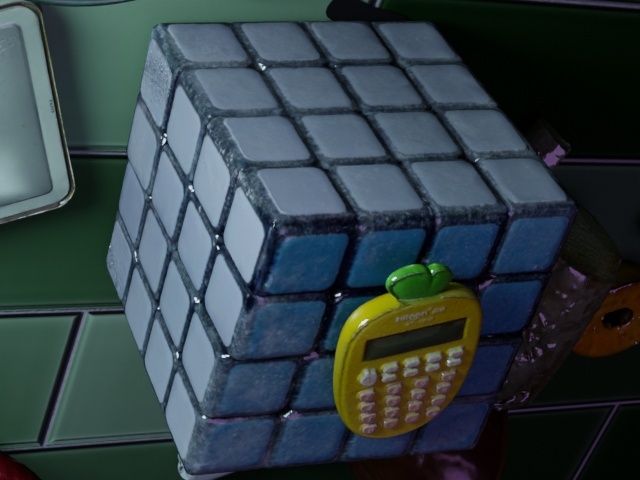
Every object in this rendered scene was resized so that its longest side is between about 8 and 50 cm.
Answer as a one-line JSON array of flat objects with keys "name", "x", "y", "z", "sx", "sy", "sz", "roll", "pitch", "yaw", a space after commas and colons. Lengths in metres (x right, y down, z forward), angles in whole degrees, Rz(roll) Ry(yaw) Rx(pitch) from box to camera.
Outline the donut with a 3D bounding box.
[{"name": "donut", "x": 0.390, "y": 0.091, "z": 2.221, "sx": 0.152, "sy": 0.058, "sz": 0.152, "roll": -15, "pitch": 136, "yaw": -16}]

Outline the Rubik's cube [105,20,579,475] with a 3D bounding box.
[{"name": "Rubik's cube", "x": 0.000, "y": 0.000, "z": 1.691, "sx": 0.344, "sy": 0.343, "sz": 0.337, "roll": -5, "pitch": 132, "yaw": -26}]

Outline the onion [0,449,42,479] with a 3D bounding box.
[{"name": "onion", "x": -0.429, "y": 0.327, "z": 1.867, "sx": 0.314, "sy": 0.232, "sz": 0.314, "roll": 2, "pitch": 138, "yaw": 1}]

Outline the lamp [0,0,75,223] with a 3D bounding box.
[{"name": "lamp", "x": -0.381, "y": -0.106, "z": 1.592, "sx": 0.267, "sy": 0.047, "sz": 0.269, "roll": -18, "pitch": 137, "yaw": -15}]

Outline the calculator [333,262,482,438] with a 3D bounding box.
[{"name": "calculator", "x": 0.081, "y": 0.104, "z": 1.559, "sx": 0.146, "sy": 0.032, "sz": 0.235, "roll": -12, "pitch": 135, "yaw": -19}]

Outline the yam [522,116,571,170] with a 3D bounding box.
[{"name": "yam", "x": 0.221, "y": -0.069, "z": 1.964, "sx": 0.169, "sy": 0.068, "sz": 0.068, "roll": -41, "pitch": 138, "yaw": 12}]

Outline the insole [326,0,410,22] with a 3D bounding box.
[{"name": "insole", "x": 0.058, "y": -0.230, "z": 1.760, "sx": 0.135, "sy": 0.002, "sz": 0.045, "roll": 18, "pitch": 119, "yaw": -41}]

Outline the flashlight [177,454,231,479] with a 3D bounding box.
[{"name": "flashlight", "x": -0.087, "y": 0.266, "z": 2.121, "sx": 0.200, "sy": 0.047, "sz": 0.093, "roll": -14, "pitch": 136, "yaw": -19}]

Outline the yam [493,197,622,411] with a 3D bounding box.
[{"name": "yam", "x": 0.259, "y": 0.077, "z": 2.054, "sx": 0.161, "sy": 0.161, "sz": 0.268, "roll": 8, "pitch": 126, "yaw": -35}]

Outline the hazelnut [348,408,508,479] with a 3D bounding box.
[{"name": "hazelnut", "x": 0.131, "y": 0.271, "z": 2.150, "sx": 0.229, "sy": 0.229, "sz": 0.229, "roll": -16, "pitch": 136, "yaw": -16}]

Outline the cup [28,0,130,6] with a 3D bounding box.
[{"name": "cup", "x": -0.154, "y": -0.392, "z": 1.188, "sx": 0.401, "sy": 0.392, "sz": 0.310, "roll": -5, "pitch": 133, "yaw": -26}]
